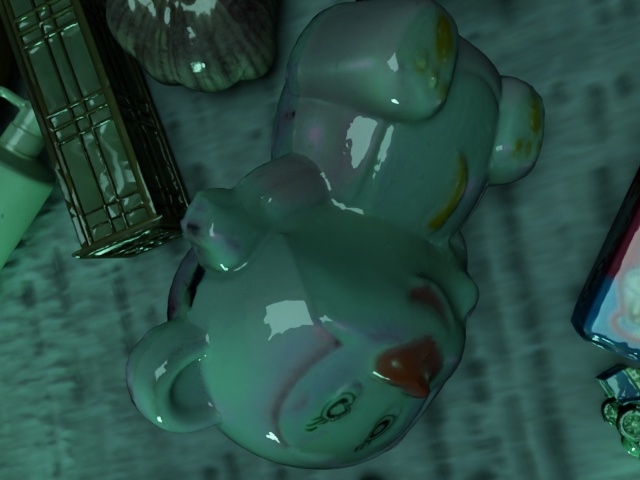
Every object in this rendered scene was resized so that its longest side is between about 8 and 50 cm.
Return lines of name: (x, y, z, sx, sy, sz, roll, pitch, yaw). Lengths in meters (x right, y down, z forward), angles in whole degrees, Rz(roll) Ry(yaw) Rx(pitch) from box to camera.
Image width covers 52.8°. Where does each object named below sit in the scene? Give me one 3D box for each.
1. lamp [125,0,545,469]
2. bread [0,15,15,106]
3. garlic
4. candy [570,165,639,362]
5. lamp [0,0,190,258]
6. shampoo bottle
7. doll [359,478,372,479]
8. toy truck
lamp: (0.000, 0.000, 0.464, 0.248, 0.247, 0.301, 17, 87, 45)
bread: (-0.388, -0.133, 0.553, 0.143, 0.195, 0.269, 31, 79, 19)
garlic: (-0.106, -0.201, 0.529, 0.147, 0.102, 0.159, -25, 82, 8)
candy: (0.305, -0.046, 0.425, 0.157, 0.100, 0.305, 24, 97, 15)
lamp: (-0.207, -0.147, 0.564, 0.089, 0.090, 0.325, -22, 86, 13)
shampoo bottle: (-0.323, -0.013, 0.596, 0.085, 0.085, 0.262, 37, 98, 12)
doll: (0.078, 0.257, 0.503, 0.159, 0.059, 0.158, -33, 84, 14)
toy truck: (0.273, 0.158, 0.453, 0.081, 0.067, 0.175, -35, 78, 6)
